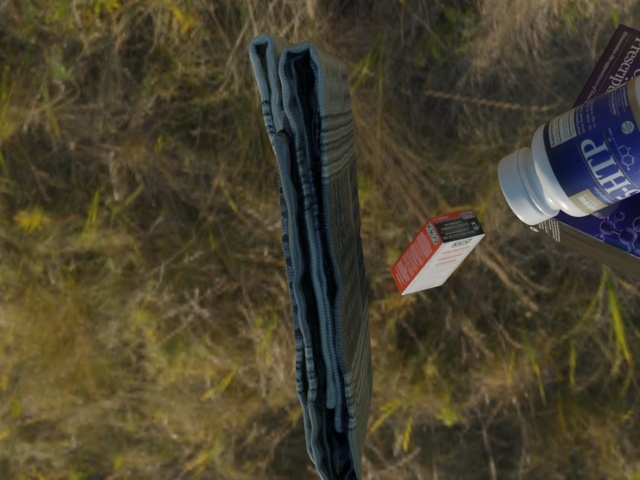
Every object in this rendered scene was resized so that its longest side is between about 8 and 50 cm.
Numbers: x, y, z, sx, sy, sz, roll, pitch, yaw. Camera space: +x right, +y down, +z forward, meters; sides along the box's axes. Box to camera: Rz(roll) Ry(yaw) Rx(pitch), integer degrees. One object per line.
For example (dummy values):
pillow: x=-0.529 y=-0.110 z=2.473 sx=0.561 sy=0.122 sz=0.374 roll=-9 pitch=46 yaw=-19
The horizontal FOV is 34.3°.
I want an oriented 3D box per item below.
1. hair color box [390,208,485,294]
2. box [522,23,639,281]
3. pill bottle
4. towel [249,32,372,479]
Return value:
hair color box: x=0.155 y=0.016 z=1.388 sx=0.072 sy=0.043 sz=0.141 roll=-12 pitch=155 yaw=-28
box: x=0.383 y=-0.102 z=1.247 sx=0.184 sy=0.261 sz=0.103 roll=27 pitch=171 yaw=19
pill bottle: x=0.291 y=-0.090 z=1.112 sx=0.186 sy=0.112 sz=0.112 roll=-27 pitch=129 yaw=33
towel: x=0.000 y=0.000 z=0.812 sx=0.056 sy=0.324 sz=0.312 roll=-5 pitch=97 yaw=5
